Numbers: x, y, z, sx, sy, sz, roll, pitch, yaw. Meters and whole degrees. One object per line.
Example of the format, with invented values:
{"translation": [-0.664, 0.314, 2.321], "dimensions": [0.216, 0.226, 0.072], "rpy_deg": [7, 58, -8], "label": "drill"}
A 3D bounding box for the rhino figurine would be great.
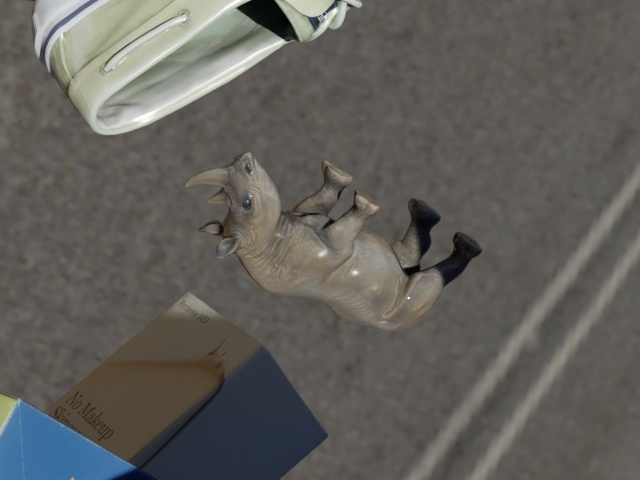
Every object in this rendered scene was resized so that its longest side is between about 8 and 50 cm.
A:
{"translation": [0.000, 0.000, 1.419], "dimensions": [0.243, 0.073, 0.106], "rpy_deg": [22, 109, -31], "label": "rhino figurine"}

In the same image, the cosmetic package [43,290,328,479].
{"translation": [-0.166, 0.197, 1.508], "dimensions": [0.309, 0.160, 0.113], "rpy_deg": [-42, 120, -13], "label": "cosmetic package"}

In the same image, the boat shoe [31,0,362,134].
{"translation": [-0.022, -0.157, 1.101], "dimensions": [0.302, 0.094, 0.109], "rpy_deg": [-29, 154, 2], "label": "boat shoe"}

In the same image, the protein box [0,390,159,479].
{"translation": [-0.204, 0.213, 1.194], "dimensions": [0.201, 0.136, 0.200], "rpy_deg": [38, 74, -39], "label": "protein box"}
